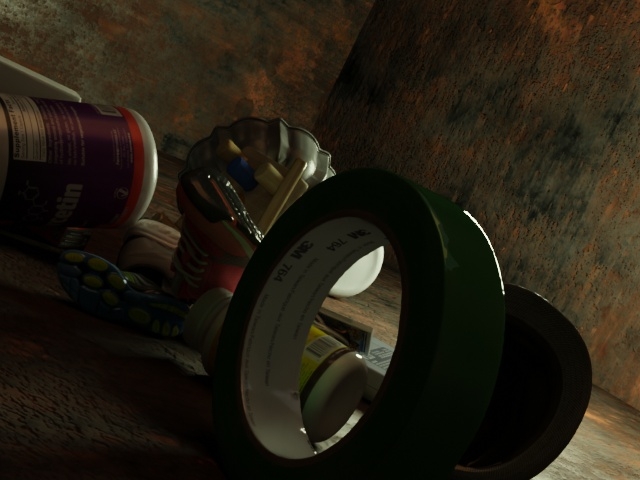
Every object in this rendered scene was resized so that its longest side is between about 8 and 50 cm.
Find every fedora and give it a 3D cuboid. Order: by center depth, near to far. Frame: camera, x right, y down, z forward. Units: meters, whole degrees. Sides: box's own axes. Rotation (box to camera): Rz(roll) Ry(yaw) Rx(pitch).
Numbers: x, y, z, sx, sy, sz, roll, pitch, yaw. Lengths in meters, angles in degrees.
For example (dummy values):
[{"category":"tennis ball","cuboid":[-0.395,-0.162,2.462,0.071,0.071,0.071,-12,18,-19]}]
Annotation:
[{"category":"fedora","cuboid":[0.212,0.202,1.382,0.243,0.275,0.124,36,-17,11]}]

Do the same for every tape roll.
[{"category":"tape roll","cuboid":[0.023,0.096,0.954,0.077,0.321,0.321,23,6,-35]}]

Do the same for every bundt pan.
[{"category":"bundt pan","cuboid":[-0.121,-0.069,2.061,0.331,0.331,0.124,25,23,-17]}]

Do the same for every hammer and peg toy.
[{"category":"hammer and peg toy","cuboid":[-0.131,-0.029,1.791,0.127,0.266,0.361,45,-6,-31]}]

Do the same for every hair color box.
[{"category":"hair color box","cuboid":[-0.422,-0.036,1.602,0.141,0.043,0.072,29,6,21]}]

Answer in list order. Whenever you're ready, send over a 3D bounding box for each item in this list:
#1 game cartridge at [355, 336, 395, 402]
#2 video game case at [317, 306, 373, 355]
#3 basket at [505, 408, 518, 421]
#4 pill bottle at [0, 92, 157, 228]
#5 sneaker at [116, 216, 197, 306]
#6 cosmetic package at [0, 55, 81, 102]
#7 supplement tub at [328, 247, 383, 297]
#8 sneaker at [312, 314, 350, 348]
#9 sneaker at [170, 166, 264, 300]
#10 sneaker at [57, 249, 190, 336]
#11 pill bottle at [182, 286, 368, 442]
[{"category":"game cartridge","cuboid":[0.101,0.213,1.680,0.196,0.060,0.294,32,6,15]},{"category":"video game case","cuboid":[0.018,0.128,1.551,0.122,0.011,0.087,22,-28,11]},{"category":"basket","cuboid":[0.250,0.274,1.525,0.113,0.103,0.167,28,6,12]},{"category":"pill bottle","cuboid":[-0.402,-0.109,1.461,0.323,0.181,0.181,1,21,-39]},{"category":"sneaker","cuboid":[-0.172,0.064,1.546,0.271,0.100,0.108,18,49,1]},{"category":"cosmetic package","cuboid":[-0.636,-0.254,1.877,0.365,0.197,0.155,26,4,-22]},{"category":"supplement tub","cuboid":[0.000,0.000,2.513,0.193,0.194,0.316,24,5,-30]},{"category":"sneaker","cuboid":[-0.051,0.124,1.502,0.215,0.084,0.083,34,47,-8]},{"category":"sneaker","cuboid":[-0.132,0.025,1.312,0.116,0.136,0.314,58,-2,26]},{"category":"sneaker","cuboid":[-0.254,0.068,1.330,0.188,0.067,0.078,29,-4,-32]},{"category":"pill bottle","cuboid":[-0.058,0.139,1.246,0.215,0.117,0.117,29,6,28]}]
